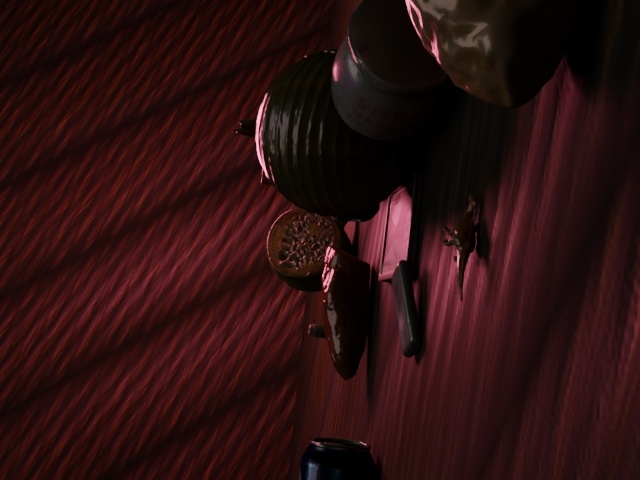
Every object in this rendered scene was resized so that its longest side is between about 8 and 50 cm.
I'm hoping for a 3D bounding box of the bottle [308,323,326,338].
[{"bbox_3d":[0.016,0.199,1.641,0.030,0.083,0.030,-173,90,-85],"label":"bottle"}]

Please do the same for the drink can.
[{"bbox_3d":[0.020,0.405,1.138,0.118,0.118,0.205,133,145,-82],"label":"drink can"}]

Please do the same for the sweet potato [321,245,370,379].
[{"bbox_3d":[0.047,0.124,1.363,0.097,0.097,0.252,107,164,-66],"label":"sweet potato"}]

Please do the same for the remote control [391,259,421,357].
[{"bbox_3d":[0.111,0.088,0.986,0.053,0.017,0.125,107,161,-56],"label":"remote control"}]

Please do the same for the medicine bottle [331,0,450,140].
[{"bbox_3d":[0.092,-0.214,0.935,0.143,0.147,0.148,116,160,-68],"label":"medicine bottle"}]

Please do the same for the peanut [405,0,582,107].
[{"bbox_3d":[0.131,-0.251,0.599,0.153,0.140,0.325,58,-149,-68],"label":"peanut"}]

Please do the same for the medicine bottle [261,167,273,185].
[{"bbox_3d":[0.009,-0.139,1.363,0.149,0.222,0.112,180,97,-86],"label":"medicine bottle"}]

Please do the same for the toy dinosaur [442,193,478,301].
[{"bbox_3d":[0.140,0.007,0.760,0.041,0.026,0.113,-24,49,65],"label":"toy dinosaur"}]

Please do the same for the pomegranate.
[{"bbox_3d":[-0.014,0.004,1.734,0.159,0.189,0.241,46,-136,-64],"label":"pomegranate"}]

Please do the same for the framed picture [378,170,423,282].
[{"bbox_3d":[0.118,-0.014,1.129,0.203,0.015,0.150,141,135,-83],"label":"framed picture"}]

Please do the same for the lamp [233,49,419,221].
[{"bbox_3d":[0.001,-0.156,1.121,0.250,0.284,0.250,-29,-57,-60],"label":"lamp"}]
